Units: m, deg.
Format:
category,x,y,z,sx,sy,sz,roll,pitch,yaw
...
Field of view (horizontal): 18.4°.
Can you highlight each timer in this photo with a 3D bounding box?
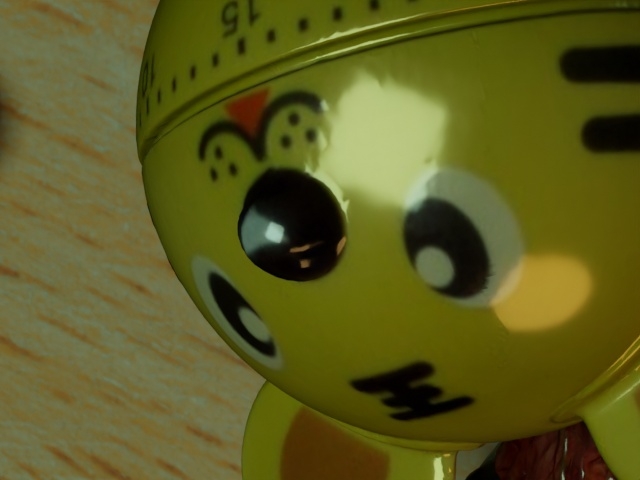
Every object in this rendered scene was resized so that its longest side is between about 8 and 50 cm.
category,x,y,z,sx,sy,sz,roll,pitch,yaw
timer,0.078,-0.021,1.023,0.376,0.376,0.387,-15,75,32

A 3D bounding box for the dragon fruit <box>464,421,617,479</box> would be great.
category,x,y,z,sx,sy,sz,roll,pitch,yaw
dragon fruit,0.166,0.197,1.153,0.205,0.152,0.317,-20,91,33
